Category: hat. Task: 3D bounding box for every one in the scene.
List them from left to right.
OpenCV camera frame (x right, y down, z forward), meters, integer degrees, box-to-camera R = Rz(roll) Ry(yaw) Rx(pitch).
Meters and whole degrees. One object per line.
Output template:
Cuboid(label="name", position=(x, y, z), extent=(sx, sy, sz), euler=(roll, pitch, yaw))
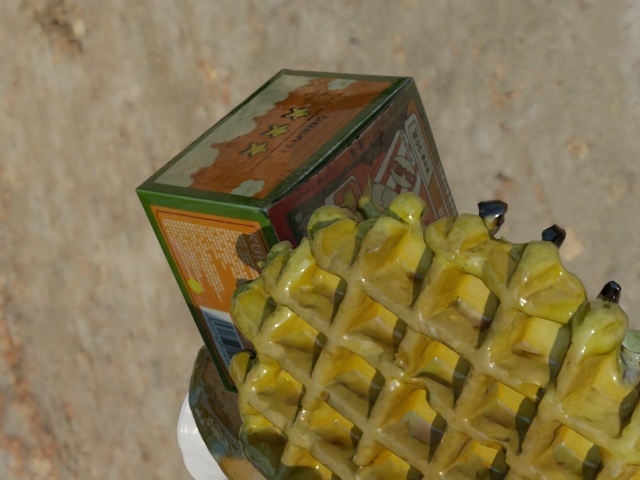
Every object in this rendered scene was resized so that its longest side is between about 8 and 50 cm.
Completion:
Cuboid(label="hat", position=(-0.078, 0.235, 1.922), extent=(0.126, 0.203, 0.203), euler=(14, 116, 35))

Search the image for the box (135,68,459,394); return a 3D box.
Cuboid(label="box", position=(0.000, 0.000, 1.103), extent=(0.148, 0.177, 0.195), euler=(10, 131, 43))

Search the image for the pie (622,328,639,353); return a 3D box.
Cuboid(label="pie", position=(0.373, 0.225, 1.937), extent=(0.257, 0.274, 0.105), euler=(-39, 40, 10))

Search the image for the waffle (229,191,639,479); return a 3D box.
Cuboid(label="waffle", position=(0.066, 0.116, 0.861), extent=(0.329, 0.062, 0.329), euler=(17, 121, 30))

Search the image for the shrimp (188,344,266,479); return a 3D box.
Cuboid(label="shrimp", position=(0.049, 0.251, 1.594), extent=(0.445, 0.272, 0.085), euler=(48, 137, 16))
